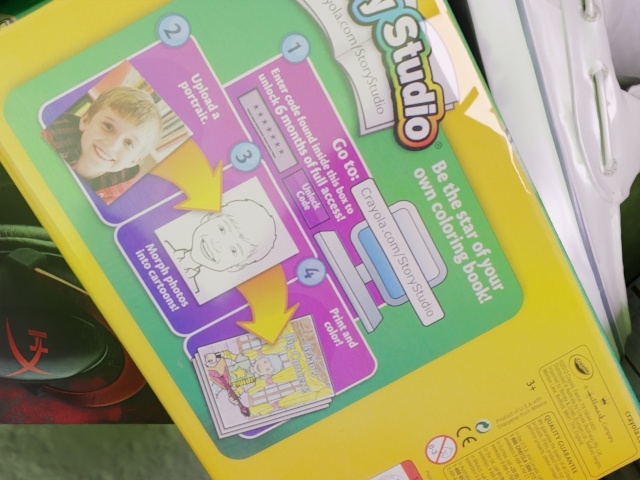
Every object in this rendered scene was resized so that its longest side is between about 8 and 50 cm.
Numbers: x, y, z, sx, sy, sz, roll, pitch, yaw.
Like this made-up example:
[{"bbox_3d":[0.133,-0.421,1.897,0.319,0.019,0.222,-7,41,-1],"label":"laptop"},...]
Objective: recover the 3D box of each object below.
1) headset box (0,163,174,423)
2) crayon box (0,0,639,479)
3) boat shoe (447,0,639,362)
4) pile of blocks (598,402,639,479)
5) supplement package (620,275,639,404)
[{"bbox_3d":[-0.081,-0.032,0.546,0.293,0.110,0.218,1,109,-6],"label":"headset box"},{"bbox_3d":[0.000,0.000,0.462,0.165,0.081,0.278,-28,110,3],"label":"crayon box"},{"bbox_3d":[0.124,-0.056,0.562,0.084,0.095,0.258,-18,108,1],"label":"boat shoe"},{"bbox_3d":[0.205,0.104,0.508,0.149,0.112,0.362,25,105,-11],"label":"pile of blocks"},{"bbox_3d":[0.224,0.062,0.611,0.179,0.105,0.105,-43,108,11],"label":"supplement package"}]
